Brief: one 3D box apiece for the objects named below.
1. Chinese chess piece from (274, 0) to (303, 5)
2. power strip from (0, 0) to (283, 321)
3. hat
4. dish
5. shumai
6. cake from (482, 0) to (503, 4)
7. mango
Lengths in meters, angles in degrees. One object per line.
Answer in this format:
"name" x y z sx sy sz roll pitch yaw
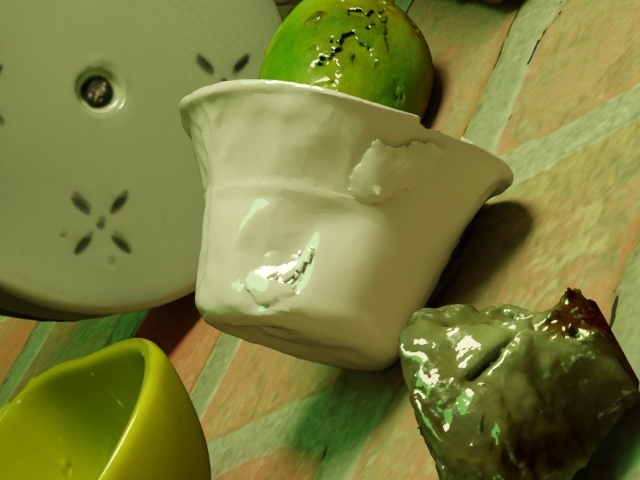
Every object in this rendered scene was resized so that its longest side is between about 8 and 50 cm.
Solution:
"Chinese chess piece" -0.062 -0.381 1.631 0.146 0.349 0.349 -40 12 -23
"power strip" -0.188 -0.112 1.415 0.357 0.357 0.161 -57 20 -19
"hat" 0.000 0.000 1.029 0.203 0.203 0.126 -9 64 65
"dish" -0.149 0.179 1.095 0.221 0.108 0.262 -57 20 -20
"shumai" 0.092 0.070 0.773 0.087 0.099 0.123 -24 49 13
"cake" 0.090 -0.334 1.339 0.230 0.237 0.309 -50 19 2
"mango" 0.014 -0.096 1.256 0.125 0.111 0.233 -46 19 30
